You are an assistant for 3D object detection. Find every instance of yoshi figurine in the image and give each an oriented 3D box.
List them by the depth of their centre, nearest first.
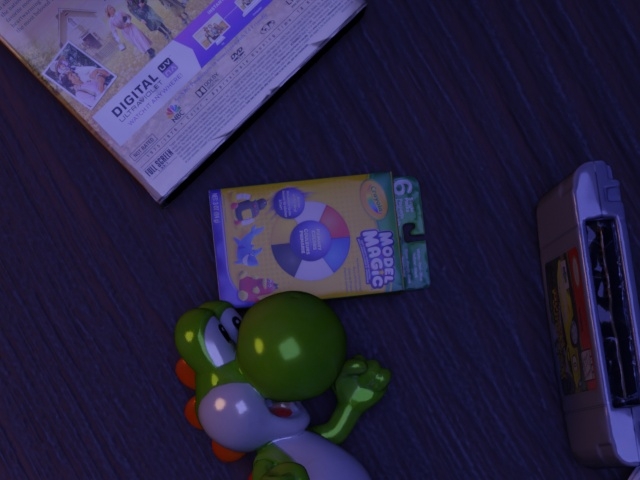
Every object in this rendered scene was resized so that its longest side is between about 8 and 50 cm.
[{"bbox_3d":[0.000,0.199,1.809,0.203,0.203,0.362,-33,88,-7],"label":"yoshi figurine"}]

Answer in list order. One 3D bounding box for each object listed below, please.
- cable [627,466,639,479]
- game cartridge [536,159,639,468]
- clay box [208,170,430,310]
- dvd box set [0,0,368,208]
[{"bbox_3d":[0.415,0.315,1.868,0.257,0.089,0.257,-31,86,-4],"label":"cable"},{"bbox_3d":[0.271,0.081,1.836,0.060,0.196,0.294,-7,82,-2],"label":"game cartridge"},{"bbox_3d":[0.000,0.000,1.910,0.222,0.053,0.127,-7,84,-1],"label":"clay box"},{"bbox_3d":[-0.204,-0.286,1.935,0.420,0.062,0.307,44,84,3],"label":"dvd box set"}]
